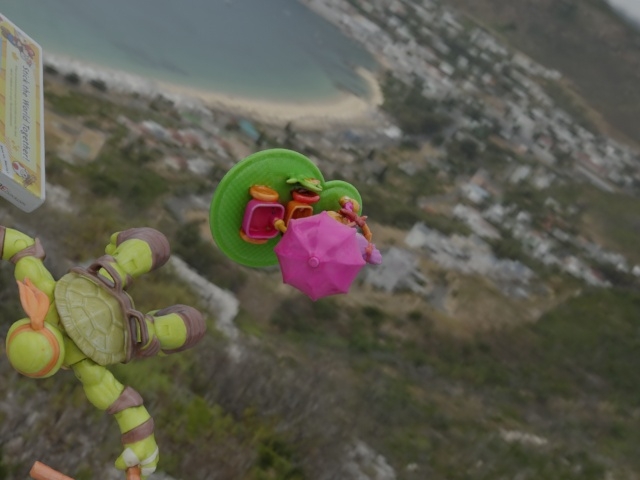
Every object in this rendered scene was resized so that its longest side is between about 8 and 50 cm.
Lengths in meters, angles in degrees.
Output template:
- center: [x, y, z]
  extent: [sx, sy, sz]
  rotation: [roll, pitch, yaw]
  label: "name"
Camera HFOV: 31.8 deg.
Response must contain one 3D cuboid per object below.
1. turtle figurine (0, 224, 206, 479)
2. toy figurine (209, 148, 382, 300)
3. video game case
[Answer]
- center: [-0.170, 0.046, 0.808]
  extent: [0.269, 0.087, 0.217]
  rotation: [51, 21, 3]
  label: "turtle figurine"
- center: [0.000, 0.000, 1.089]
  extent: [0.173, 0.130, 0.159]
  rotation: [4, 22, -30]
  label: "toy figurine"
- center: [-0.312, -0.153, 0.932]
  extent: [0.206, 0.026, 0.227]
  rotation: [41, 23, -40]
  label: "video game case"
